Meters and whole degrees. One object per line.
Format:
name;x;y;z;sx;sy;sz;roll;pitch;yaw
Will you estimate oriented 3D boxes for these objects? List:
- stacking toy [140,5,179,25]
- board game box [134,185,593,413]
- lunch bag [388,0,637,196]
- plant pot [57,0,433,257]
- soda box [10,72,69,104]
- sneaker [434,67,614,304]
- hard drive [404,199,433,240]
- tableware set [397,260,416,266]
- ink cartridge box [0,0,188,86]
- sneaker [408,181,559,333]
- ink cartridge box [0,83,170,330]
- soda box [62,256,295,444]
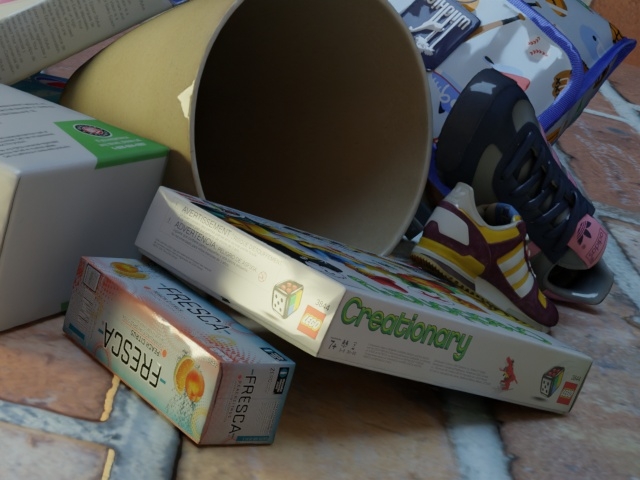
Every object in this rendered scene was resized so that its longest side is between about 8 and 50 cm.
stacking toy;-0.023;-0.307;2.338;0.480;0.351;0.350;-20;34;-37
board game box;0.037;0.047;1.292;0.193;0.053;0.305;28;7;40
lunch bag;0.130;-0.208;1.962;0.328;0.239;0.385;40;33;8
plant pot;-0.092;-0.095;1.494;0.256;0.256;0.274;2;3;-43
soda box;-0.294;-0.124;1.679;0.210;0.067;0.071;10;16;-20
sneaker;0.192;-0.040;1.571;0.131;0.112;0.319;31;-10;26
hard drive;0.053;-0.060;1.698;0.135;0.022;0.094;48;-7;1
tableware set;0.000;0.000;1.573;0.128;0.039;0.194;5;17;-33
ink cartridge box;-0.292;-0.230;1.623;0.330;0.071;0.324;-30;31;-23
sneaker;0.155;0.017;1.507;0.069;0.084;0.185;28;-1;43
ink cartridge box;-0.290;-0.051;1.299;0.289;0.121;0.211;21;16;21
soda box;-0.096;0.069;1.175;0.063;0.058;0.183;4;19;-39
